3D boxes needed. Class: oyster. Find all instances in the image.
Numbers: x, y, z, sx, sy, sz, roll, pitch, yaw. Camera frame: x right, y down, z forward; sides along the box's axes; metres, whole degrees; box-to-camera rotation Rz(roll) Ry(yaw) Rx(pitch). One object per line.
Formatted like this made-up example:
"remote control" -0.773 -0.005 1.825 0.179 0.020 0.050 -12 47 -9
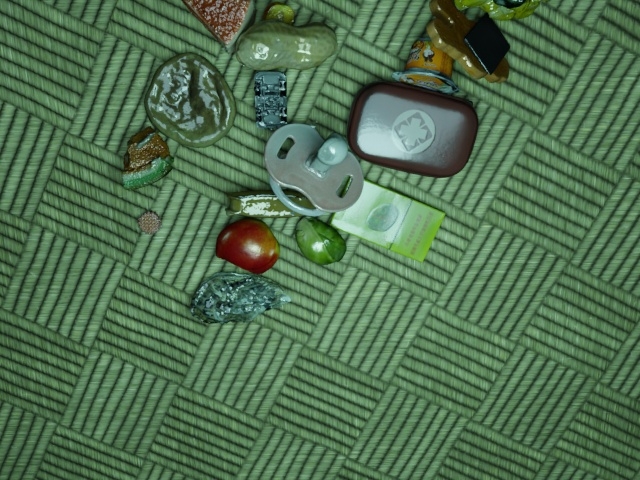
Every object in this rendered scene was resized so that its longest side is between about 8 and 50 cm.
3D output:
"oyster" -0.260 0.192 1.999 0.351 0.158 0.162 -4 140 14

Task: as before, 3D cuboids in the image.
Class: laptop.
"laptop" 0.495 -0.582 1.790 0.135 0.197 0.016 50 141 -13

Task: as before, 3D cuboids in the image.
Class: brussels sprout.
"brussels sprout" 0.000 0.003 1.939 0.183 0.145 0.131 38 107 -10

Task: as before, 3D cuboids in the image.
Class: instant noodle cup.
"instant noodle cup" 0.327 -0.527 1.804 0.208 0.178 0.125 12 91 -21

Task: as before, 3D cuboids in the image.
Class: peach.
"peach" -0.129 -0.669 1.810 0.098 0.061 0.098 -14 135 -15
"peach" -0.231 0.026 1.925 0.193 0.190 0.190 -29 103 3

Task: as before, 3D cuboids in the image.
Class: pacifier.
"pacifier" -0.009 -0.230 1.830 0.332 0.220 0.273 33 118 -8

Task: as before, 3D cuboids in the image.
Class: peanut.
"peanut" -0.096 -0.573 1.777 0.314 0.149 0.149 -5 105 -18

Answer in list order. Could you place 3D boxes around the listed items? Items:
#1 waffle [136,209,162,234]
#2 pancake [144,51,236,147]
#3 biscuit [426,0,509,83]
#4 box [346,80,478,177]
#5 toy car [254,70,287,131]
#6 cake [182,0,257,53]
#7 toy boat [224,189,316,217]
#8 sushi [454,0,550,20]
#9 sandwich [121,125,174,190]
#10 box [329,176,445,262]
"waffle" -0.561 -0.058 1.982 0.083 0.029 0.075 -36 99 12
"pancake" -0.405 -0.425 1.878 0.295 0.049 0.294 0 105 1
"biscuit" 0.433 -0.573 1.776 0.334 0.201 0.047 26 148 -28
"box" 0.283 -0.342 1.873 0.404 0.108 0.263 12 104 -3
"toy car" -0.151 -0.436 1.858 0.097 0.100 0.191 1 124 -1
"cake" -0.303 -0.698 1.754 0.160 0.158 0.262 -42 100 5
"toy boat" -0.143 -0.119 1.925 0.321 0.121 0.089 -2 105 -14
"sushi" 0.499 -0.751 1.651 0.328 0.329 0.285 16 115 38
"sandwich" -0.562 -0.251 1.892 0.185 0.109 0.159 -27 105 6
"box" 0.217 -0.072 1.975 0.335 0.047 0.186 22 104 -7
